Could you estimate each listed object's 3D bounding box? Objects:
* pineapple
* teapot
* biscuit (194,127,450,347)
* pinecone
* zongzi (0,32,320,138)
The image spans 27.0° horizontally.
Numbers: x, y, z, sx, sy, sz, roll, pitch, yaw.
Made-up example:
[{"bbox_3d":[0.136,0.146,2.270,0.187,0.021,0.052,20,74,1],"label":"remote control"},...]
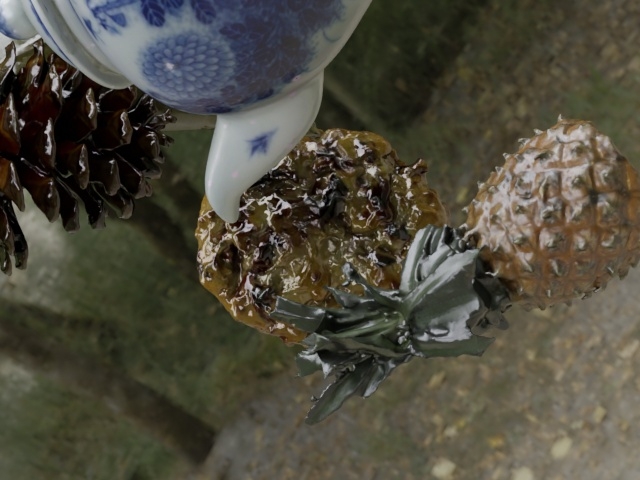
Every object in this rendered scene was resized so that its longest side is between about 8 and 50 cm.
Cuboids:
[{"bbox_3d":[0.122,0.040,1.186,0.364,0.165,0.165,-33,20,1],"label":"pineapple"},{"bbox_3d":[-0.110,-0.204,0.924,0.280,0.424,0.252,-19,23,18],"label":"teapot"},{"bbox_3d":[0.001,-0.004,1.688,0.081,0.334,0.289,18,-97,-80],"label":"biscuit"},{"bbox_3d":[-0.286,-0.088,1.334,0.246,0.292,0.246,170,90,-74],"label":"pinecone"},{"bbox_3d":[-0.276,-0.130,1.495,0.447,0.418,0.181,-44,-13,10],"label":"zongzi"}]
